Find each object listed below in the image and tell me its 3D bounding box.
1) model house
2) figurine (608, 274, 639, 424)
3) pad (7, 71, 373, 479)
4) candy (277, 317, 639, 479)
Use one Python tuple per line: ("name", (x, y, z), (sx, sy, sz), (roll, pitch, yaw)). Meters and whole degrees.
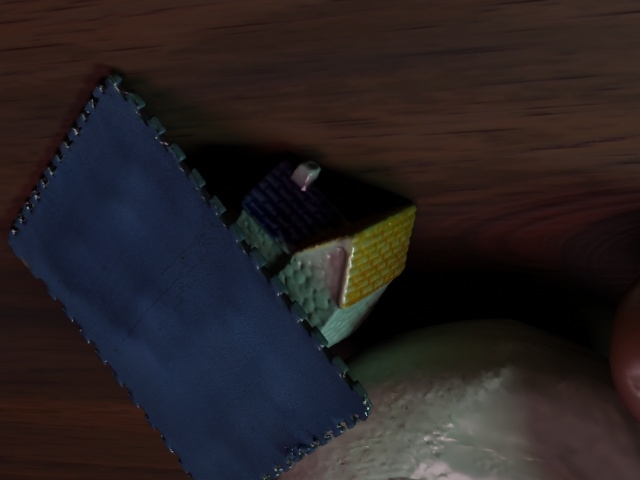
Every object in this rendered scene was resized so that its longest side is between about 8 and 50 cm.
("model house", (0.000, 0.000, 0.975), (0.101, 0.088, 0.100), (45, 126, 14))
("figurine", (0.366, 0.114, 0.824), (0.248, 0.276, 0.388), (8, 162, -37))
("pad", (-0.100, 0.048, 1.027), (0.269, 0.012, 0.270), (53, 146, 2))
("candy", (0.107, 0.155, 1.067), (0.295, 0.185, 0.295), (7, 137, 7))
